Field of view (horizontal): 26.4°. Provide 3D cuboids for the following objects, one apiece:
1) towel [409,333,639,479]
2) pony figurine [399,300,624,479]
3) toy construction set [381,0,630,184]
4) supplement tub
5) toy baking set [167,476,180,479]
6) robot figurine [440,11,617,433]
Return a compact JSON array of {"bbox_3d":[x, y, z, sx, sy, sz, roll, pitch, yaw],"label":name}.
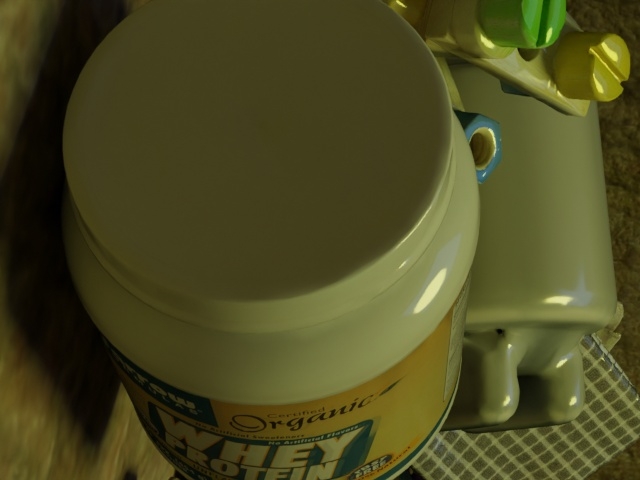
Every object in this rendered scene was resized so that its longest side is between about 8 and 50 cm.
[{"bbox_3d":[0.183,0.161,1.383,0.284,0.235,0.121,45,10,-34],"label":"towel"},{"bbox_3d":[0.151,0.112,1.587,0.351,0.303,0.363,104,-13,-44],"label":"pony figurine"},{"bbox_3d":[0.025,-0.173,0.510,0.328,0.151,0.215,42,69,-55],"label":"toy construction set"},{"bbox_3d":[-0.015,0.009,0.509,0.199,0.144,0.144,83,18,-63],"label":"supplement tub"},{"bbox_3d":[-0.094,0.240,0.674,0.196,0.030,0.256,-77,173,-45],"label":"toy baking set"},{"bbox_3d":[0.101,-0.041,0.979,0.300,0.200,0.353,8,74,-45],"label":"robot figurine"}]
